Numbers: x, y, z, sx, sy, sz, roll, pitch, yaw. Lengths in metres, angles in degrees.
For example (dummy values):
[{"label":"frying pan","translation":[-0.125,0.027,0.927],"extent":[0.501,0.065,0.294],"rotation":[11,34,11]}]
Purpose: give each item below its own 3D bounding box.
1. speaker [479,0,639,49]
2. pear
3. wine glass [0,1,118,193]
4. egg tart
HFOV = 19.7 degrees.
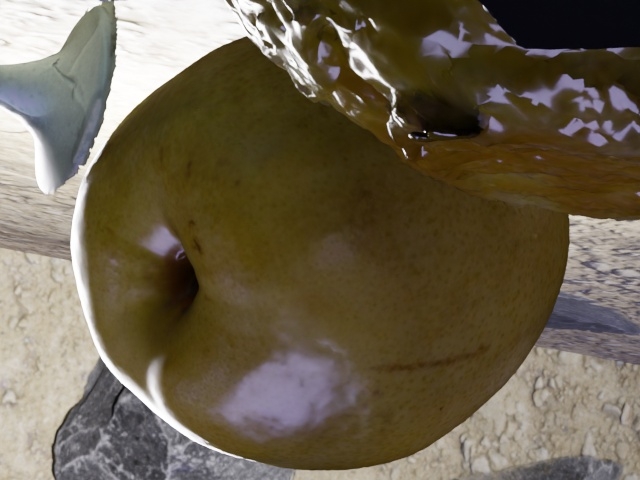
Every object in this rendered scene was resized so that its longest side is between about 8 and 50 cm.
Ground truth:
[{"label":"speaker","translation":[0.119,-0.165,0.409],"extent":[0.232,0.184,0.254],"rotation":[3,166,26]},{"label":"pear","translation":[0.000,0.000,1.181],"extent":[0.314,0.314,0.314],"rotation":[7,171,1]},{"label":"wine glass","translation":[-0.289,-0.124,1.146],"extent":[0.321,0.143,0.143],"rotation":[12,170,-21]},{"label":"egg tart","translation":[0.099,-0.100,0.841],"extent":[0.339,0.153,0.351],"rotation":[4,171,-11]}]
